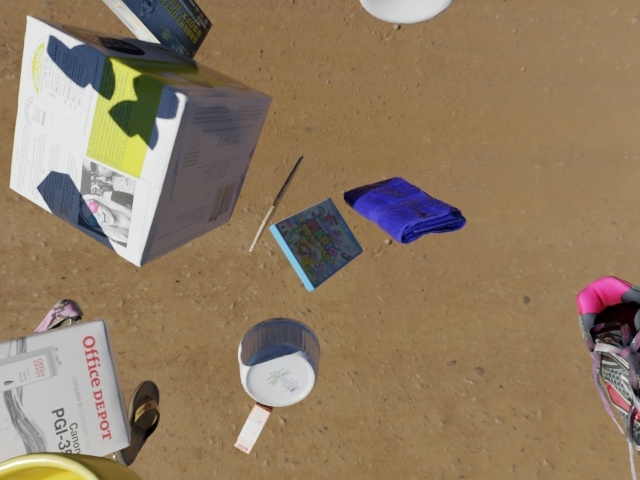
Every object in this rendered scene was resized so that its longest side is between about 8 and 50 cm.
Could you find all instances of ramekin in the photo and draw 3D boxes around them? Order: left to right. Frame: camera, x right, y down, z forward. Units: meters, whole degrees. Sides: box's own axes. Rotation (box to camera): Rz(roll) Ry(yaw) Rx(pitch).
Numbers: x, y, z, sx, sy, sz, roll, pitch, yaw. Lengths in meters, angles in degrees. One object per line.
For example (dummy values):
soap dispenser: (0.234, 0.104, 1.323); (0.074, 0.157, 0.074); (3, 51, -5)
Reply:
ramekin: (-0.098, 0.302, 0.980); (0.207, 0.109, 0.207); (-2, 113, -5)

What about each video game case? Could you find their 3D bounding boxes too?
video game case: (0.000, 0.000, 0.683); (0.166, 0.015, 0.119); (-32, 89, -51)

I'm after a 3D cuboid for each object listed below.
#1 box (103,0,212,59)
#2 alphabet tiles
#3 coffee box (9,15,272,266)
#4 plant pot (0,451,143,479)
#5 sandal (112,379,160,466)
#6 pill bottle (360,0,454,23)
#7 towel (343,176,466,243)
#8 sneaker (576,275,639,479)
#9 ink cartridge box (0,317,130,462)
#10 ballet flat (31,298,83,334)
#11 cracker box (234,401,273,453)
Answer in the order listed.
box: (-0.394, -0.566, 0.998); (0.056, 0.231, 0.182); (2, 62, 33)
alphabet tiles: (-0.146, -0.118, 1.330); (0.011, 0.342, 0.285); (29, 59, -6)
coffee box: (-0.363, -0.214, 0.857); (0.335, 0.337, 0.338); (29, 114, 8)
plant pot: (-0.259, 0.375, 0.439); (0.254, 0.239, 0.253); (-5, 60, 8)
sandal: (-0.420, 0.424, 0.954); (0.060, 0.219, 0.089); (-22, 112, 7)
pill bottle: (0.122, -0.430, 0.521); (0.131, 0.130, 0.245); (6, 86, -6)
towel: (0.232, -0.102, 1.162); (0.228, 0.308, 0.076); (-13, 120, -24)
sneaker: (0.280, 0.123, 0.322); (0.121, 0.299, 0.112); (-39, 89, 20)
ink cartridge box: (-0.453, 0.249, 0.600); (0.283, 0.117, 0.207); (-12, 85, -30)
ballet flat: (-0.640, 0.242, 0.944); (0.079, 0.077, 0.221); (32, 83, 29)
cracker box: (-0.222, 0.637, 1.478); (0.067, 0.155, 0.232); (27, 113, 4)
